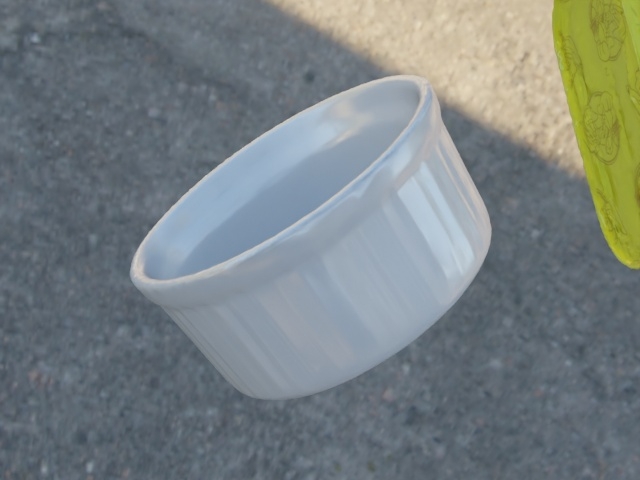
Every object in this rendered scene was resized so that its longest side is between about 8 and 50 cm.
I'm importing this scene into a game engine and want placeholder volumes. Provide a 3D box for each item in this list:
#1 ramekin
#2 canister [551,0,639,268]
[{"bbox_3d":[0.000,0.000,0.992,0.135,0.277,0.277,56,44,-19],"label":"ramekin"},{"bbox_3d":[0.194,-0.066,0.506,0.170,0.073,0.126,-11,82,-11],"label":"canister"}]
